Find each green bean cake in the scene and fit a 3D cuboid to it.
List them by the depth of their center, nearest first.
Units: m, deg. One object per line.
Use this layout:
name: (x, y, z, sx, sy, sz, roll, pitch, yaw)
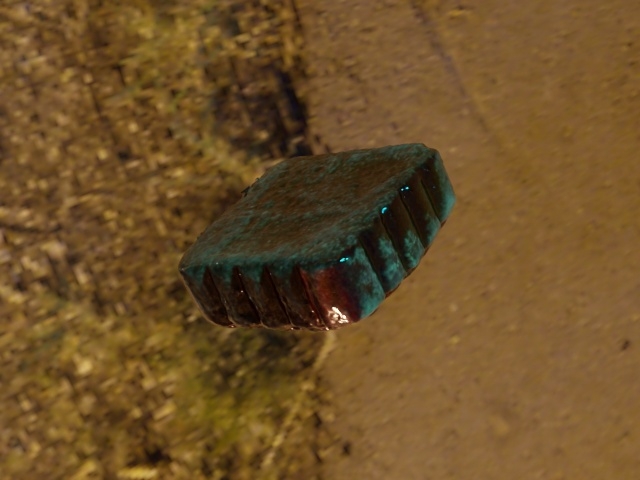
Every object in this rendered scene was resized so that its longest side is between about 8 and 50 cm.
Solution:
green bean cake: (0.000, 0.000, 1.041, 0.135, 0.136, 0.056, 0, 124, 39)
